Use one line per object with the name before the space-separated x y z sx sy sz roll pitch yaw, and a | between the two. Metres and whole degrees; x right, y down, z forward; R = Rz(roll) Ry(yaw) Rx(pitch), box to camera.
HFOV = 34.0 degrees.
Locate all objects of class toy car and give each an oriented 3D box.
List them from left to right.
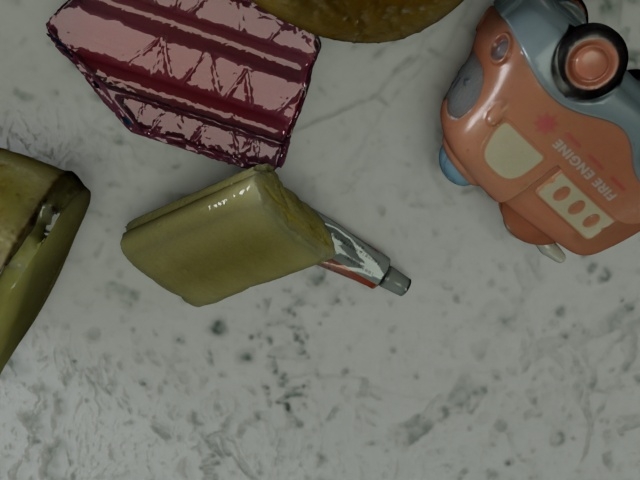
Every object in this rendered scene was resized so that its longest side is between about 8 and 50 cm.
toy car | 0.232 -0.107 1.038 0.270 0.180 0.212 41 109 -17

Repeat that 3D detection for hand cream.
hand cream | 0.000 0.001 1.117 0.216 0.038 0.052 30 78 -9

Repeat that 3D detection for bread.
bread | -0.093 -0.001 1.048 0.178 0.060 0.139 -21 138 27
bread | 0.002 -0.291 0.922 0.246 0.195 0.176 18 148 -37

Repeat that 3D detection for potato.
potato | -0.374 0.022 0.991 0.243 0.242 0.285 24 120 -13

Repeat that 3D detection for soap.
soap | -0.134 -0.177 1.006 0.250 0.099 0.162 18 105 -12
